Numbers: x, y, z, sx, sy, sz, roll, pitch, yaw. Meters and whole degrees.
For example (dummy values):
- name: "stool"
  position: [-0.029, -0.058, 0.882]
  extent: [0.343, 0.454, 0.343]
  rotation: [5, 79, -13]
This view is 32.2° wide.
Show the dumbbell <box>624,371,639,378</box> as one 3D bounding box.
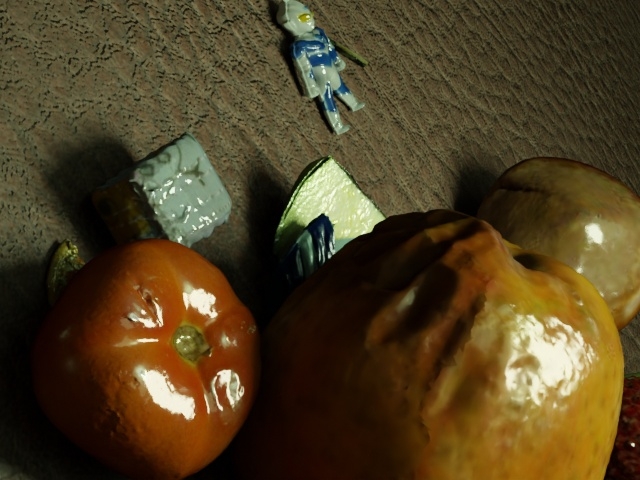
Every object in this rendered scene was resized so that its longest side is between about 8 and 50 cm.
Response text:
- name: "dumbbell"
  position: [0.630, 0.275, 2.206]
  extent: [0.052, 0.118, 0.046]
  rotation: [59, 37, -17]

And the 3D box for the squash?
- name: "squash"
  position: [-0.013, -0.008, 1.556]
  extent: [0.184, 0.085, 0.192]
  rotation: [-53, 128, -13]

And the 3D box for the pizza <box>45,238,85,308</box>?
- name: "pizza"
  position: [-0.266, 0.043, 1.226]
  extent: [0.078, 0.025, 0.083]
  rotation: [30, 51, -41]

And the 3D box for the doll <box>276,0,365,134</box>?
- name: "doll"
  position: [-0.006, -0.278, 1.696]
  extent: [0.227, 0.057, 0.114]
  rotation: [57, 42, -20]

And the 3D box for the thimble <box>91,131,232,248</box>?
- name: "thimble"
  position: [-0.181, -0.044, 1.292]
  extent: [0.151, 0.127, 0.118]
  rotation: [-43, 107, -47]

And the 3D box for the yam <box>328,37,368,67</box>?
- name: "yam"
  position: [0.042, -0.307, 1.805]
  extent: [0.107, 0.014, 0.014]
  rotation: [23, 56, -45]

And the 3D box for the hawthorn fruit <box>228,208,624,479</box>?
- name: "hawthorn fruit"
  position: [0.122, 0.184, 1.301]
  extent: [0.472, 0.472, 0.471]
  rotation: [27, 54, -43]

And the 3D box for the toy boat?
- name: "toy boat"
  position: [0.042, 0.091, 1.529]
  extent: [0.292, 0.070, 0.210]
  rotation: [23, 85, -44]

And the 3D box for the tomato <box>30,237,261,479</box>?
- name: "tomato"
  position: [-0.186, 0.122, 1.162]
  extent: [0.260, 0.180, 0.259]
  rotation: [30, 49, -42]

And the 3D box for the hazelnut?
- name: "hazelnut"
  position: [0.414, 0.036, 1.903]
  extent: [0.372, 0.315, 0.372]
  rotation: [11, 90, -72]

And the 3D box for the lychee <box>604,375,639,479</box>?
- name: "lychee"
  position: [0.462, 0.329, 1.635]
  extent: [0.300, 0.264, 0.264]
  rotation: [-5, 75, -13]
